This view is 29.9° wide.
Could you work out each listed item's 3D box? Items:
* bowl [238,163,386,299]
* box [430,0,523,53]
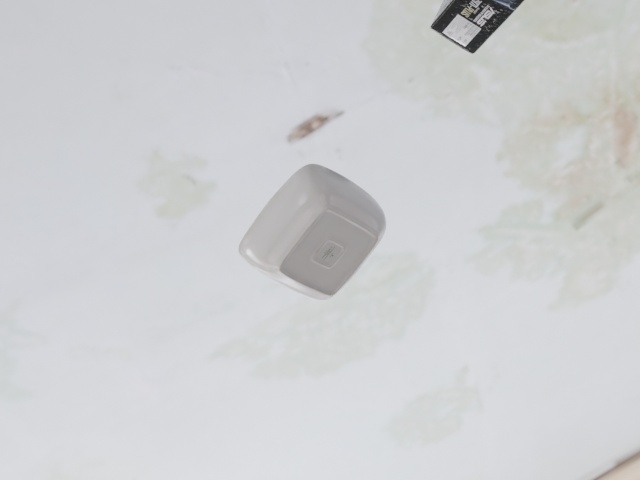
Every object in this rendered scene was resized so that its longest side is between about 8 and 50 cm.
[{"bbox_3d":[0.000,0.000,1.317,0.142,0.053,0.142,30,-76,-40],"label":"bowl"},{"bbox_3d":[0.247,-0.373,1.691,0.077,0.147,0.180,30,-27,-8],"label":"box"}]
